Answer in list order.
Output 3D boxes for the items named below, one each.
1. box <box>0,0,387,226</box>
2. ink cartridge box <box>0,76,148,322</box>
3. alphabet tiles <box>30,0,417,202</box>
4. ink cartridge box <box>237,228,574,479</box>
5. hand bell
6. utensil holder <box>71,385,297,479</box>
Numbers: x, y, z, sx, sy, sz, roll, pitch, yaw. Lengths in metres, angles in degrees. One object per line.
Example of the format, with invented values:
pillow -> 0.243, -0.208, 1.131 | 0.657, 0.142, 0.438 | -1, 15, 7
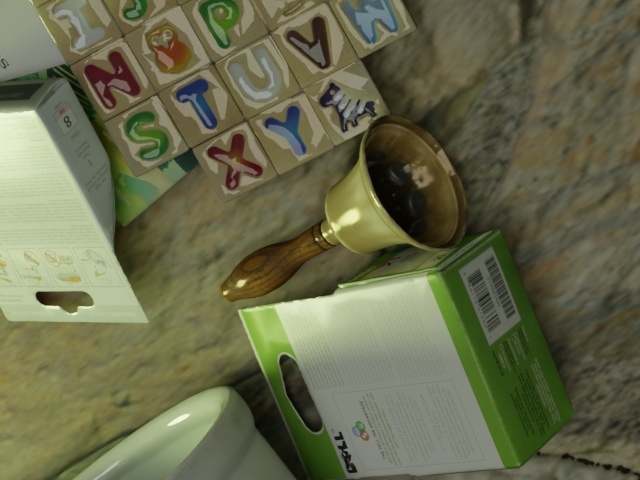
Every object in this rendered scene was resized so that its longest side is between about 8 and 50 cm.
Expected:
box -> -0.131, -0.197, 1.664 | 0.322, 0.058, 0.232 | -40, 96, 19
ink cartridge box -> -0.256, -0.034, 1.710 | 0.189, 0.066, 0.232 | -1, 130, 38
alphabet tiles -> -0.095, -0.213, 1.614 | 0.285, 0.011, 0.342 | -26, 103, 16
ink cartridge box -> 0.071, 0.108, 1.703 | 0.255, 0.097, 0.189 | -11, 106, 44
hand bell -> 0.000, 0.000, 1.676 | 0.242, 0.126, 0.126 | -31, 99, 37
utensil holder -> -0.086, 0.378, 1.683 | 0.327, 0.327, 0.385 | -36, 98, 18
